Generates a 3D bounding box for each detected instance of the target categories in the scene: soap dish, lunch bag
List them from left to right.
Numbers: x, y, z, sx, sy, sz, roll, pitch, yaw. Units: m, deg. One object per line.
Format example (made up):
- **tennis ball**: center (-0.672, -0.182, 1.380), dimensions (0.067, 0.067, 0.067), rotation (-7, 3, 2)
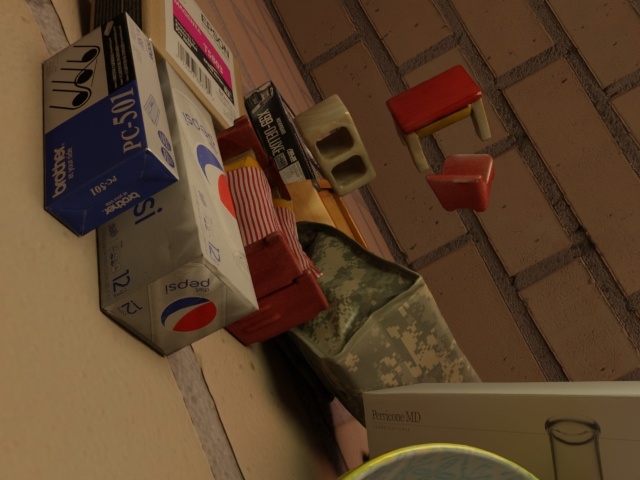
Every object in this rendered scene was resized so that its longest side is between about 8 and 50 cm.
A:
- **soap dish**: center (0.000, 0.000, 1.253), dimensions (0.229, 0.118, 0.291), rotation (62, 11, 0)
- **lunch bag**: center (0.040, 0.118, 0.952), dimensions (0.287, 0.169, 0.235), rotation (33, -20, 54)

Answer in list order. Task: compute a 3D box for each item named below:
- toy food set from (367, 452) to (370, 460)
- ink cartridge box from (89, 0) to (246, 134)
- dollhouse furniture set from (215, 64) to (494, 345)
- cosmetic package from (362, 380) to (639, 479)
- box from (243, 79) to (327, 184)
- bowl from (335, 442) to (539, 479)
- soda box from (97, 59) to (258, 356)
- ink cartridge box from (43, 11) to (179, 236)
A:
- **toy food set**: center (0.104, 0.359, 1.060), dimensions (0.192, 0.038, 0.132), rotation (84, -16, -86)
- **ink cartridge box**: center (-0.184, -0.221, 0.920), dimensions (0.235, 0.088, 0.193), rotation (49, 26, -52)
- **dollhouse furniture set**: center (0.025, -0.066, 0.815), dimensions (0.152, 0.374, 0.201), rotation (58, 8, -49)
- **cosmetic package**: center (0.191, 0.271, 0.642), dimensions (0.097, 0.377, 0.285), rotation (1, 79, -32)
- **box**: center (-0.046, -0.161, 1.588), dimensions (0.242, 0.076, 0.307), rotation (49, 16, -55)
- **bowl**: center (0.058, 0.295, 0.506), dimensions (0.290, 0.289, 0.156), rotation (63, -32, 5)
- **soda box**: center (-0.143, -0.042, 0.677), dimensions (0.091, 0.098, 0.286), rotation (52, 13, -46)
- **ink cartridge box**: center (-0.187, -0.108, 0.631), dimensions (0.046, 0.097, 0.207), rotation (51, 14, -48)
